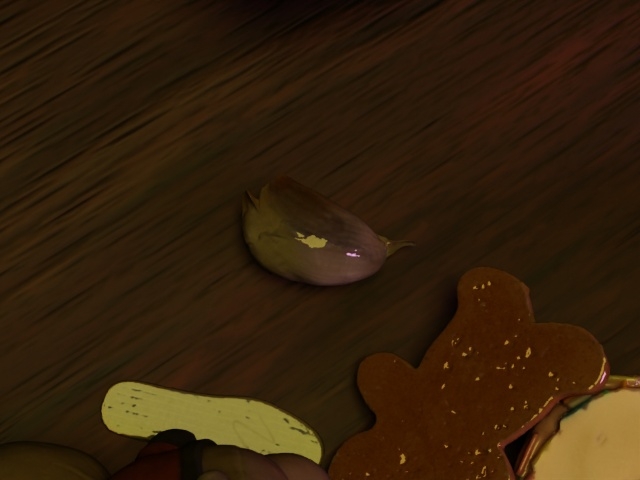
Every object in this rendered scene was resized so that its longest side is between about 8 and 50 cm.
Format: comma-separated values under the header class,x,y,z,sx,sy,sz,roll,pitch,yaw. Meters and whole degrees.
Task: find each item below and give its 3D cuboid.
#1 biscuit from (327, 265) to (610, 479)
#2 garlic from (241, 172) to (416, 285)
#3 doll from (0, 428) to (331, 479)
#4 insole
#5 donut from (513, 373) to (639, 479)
class,x,y,z,sx,sy,sz,roll,pitch,yaw
biscuit,0.104,0.143,0.996,0.250,0.036,0.165,-48,62,-2
garlic,0.000,-0.001,1.019,0.152,0.066,0.084,26,73,-1
doll,-0.148,0.231,0.876,0.330,0.174,0.235,-10,58,2
insole,-0.087,0.154,1.004,0.188,0.004,0.064,14,75,-6
donut,0.248,0.216,0.999,0.199,0.085,0.233,35,79,6
